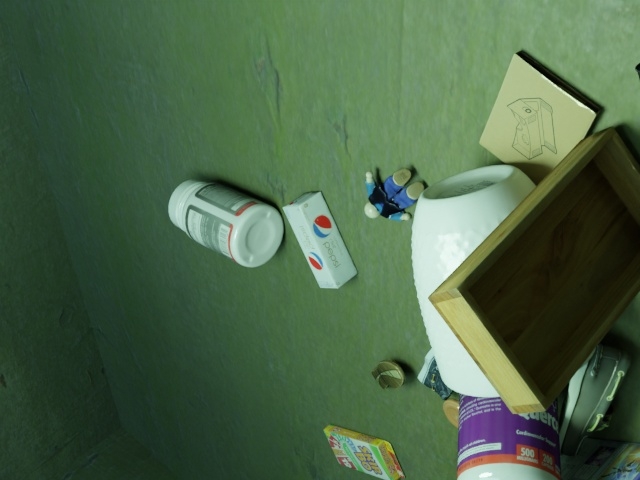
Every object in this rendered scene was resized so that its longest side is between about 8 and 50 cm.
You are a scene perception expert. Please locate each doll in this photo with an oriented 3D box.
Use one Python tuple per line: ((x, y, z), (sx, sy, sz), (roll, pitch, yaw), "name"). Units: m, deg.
((0.136, -0.090, 1.848), (0.129, 0.046, 0.189), (46, 155, -2), "doll")

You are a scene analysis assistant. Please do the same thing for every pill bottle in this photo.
((-0.240, -0.051, 2.285), (0.283, 0.161, 0.161), (25, 137, 41), "pill bottle")
((0.344, 0.328, 1.686), (0.181, 0.323, 0.181), (5, 143, 4), "pill bottle")

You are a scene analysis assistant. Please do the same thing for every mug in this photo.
((0.285, 0.042, 1.599), (0.374, 0.276, 0.328), (-123, 14, -75), "mug")

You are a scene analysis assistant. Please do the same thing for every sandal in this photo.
((0.168, 0.314, 2.187), (0.072, 0.049, 0.180), (58, 164, 7), "sandal")

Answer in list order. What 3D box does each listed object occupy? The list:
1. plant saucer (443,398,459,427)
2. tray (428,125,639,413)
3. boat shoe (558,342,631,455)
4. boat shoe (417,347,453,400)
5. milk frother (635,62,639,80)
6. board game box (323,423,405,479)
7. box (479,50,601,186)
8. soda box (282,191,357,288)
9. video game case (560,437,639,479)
((0.312, 0.399, 2.096), (0.083, 0.013, 0.083), (34, 142, 32), "plant saucer")
((0.347, 0.032, 1.308), (0.203, 0.411, 0.076), (53, 148, -7), "tray")
((0.489, 0.299, 1.673), (0.091, 0.109, 0.305), (12, 134, 14), "boat shoe")
((0.271, 0.277, 1.998), (0.083, 0.065, 0.183), (40, 151, 20), "boat shoe")
((0.480, -0.169, 1.215), (0.129, 0.143, 0.135), (0, 117, 45), "milk frother")
((0.118, 0.582, 2.514), (0.259, 0.039, 0.124), (0, 120, 51), "board game box")
((0.350, -0.185, 1.494), (0.164, 0.021, 0.201), (42, 147, 21), "box")
((0.000, 0.000, 2.090), (0.069, 0.074, 0.216), (-1, 119, 54), "soda box")
((0.475, 0.469, 1.693), (0.244, 0.269, 0.061), (-10, 110, 57), "video game case")
